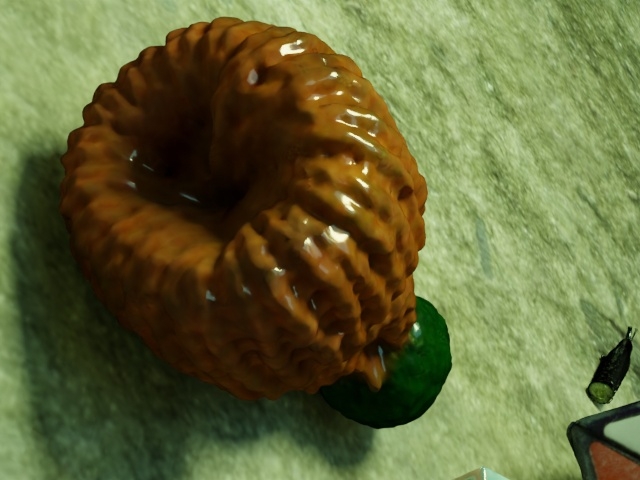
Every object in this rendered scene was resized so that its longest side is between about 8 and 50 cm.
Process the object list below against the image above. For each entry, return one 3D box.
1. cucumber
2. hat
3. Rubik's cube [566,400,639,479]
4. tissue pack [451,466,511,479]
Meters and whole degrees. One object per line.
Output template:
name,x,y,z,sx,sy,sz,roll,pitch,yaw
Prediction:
cucumber,0.378,0.159,1.614,0.039,0.043,0.163,21,27,16
hat,0.000,0.000,1.031,0.400,0.285,0.285,29,44,-54
Rubik's cube,0.459,0.321,1.313,0.310,0.306,0.305,41,32,-58
tissue pack,0.149,0.272,1.186,0.058,0.074,0.094,27,47,-31
